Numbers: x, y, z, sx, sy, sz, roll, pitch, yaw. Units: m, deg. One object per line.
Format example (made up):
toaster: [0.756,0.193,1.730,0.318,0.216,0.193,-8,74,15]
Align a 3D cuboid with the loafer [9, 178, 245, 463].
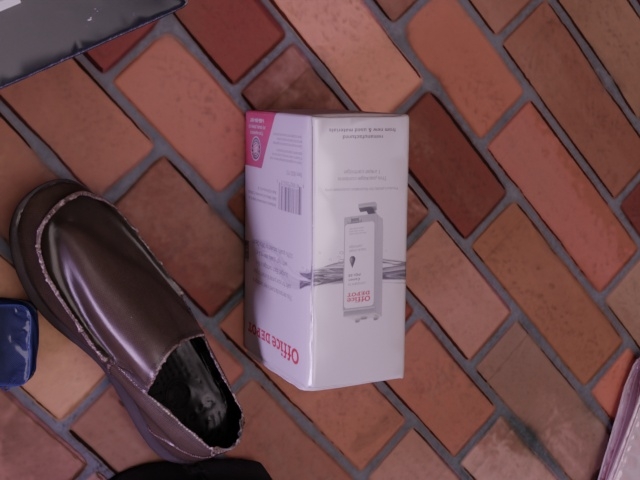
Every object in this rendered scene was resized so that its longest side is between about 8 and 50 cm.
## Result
loafer: [-0.181,0.087,1.209,0.134,0.130,0.366,-47,117,-29]

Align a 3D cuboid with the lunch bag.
lunch bag: [-0.328,0.109,1.190,0.067,0.065,0.098,4,93,-5]

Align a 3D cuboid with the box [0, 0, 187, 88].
box: [-0.340,-0.212,1.005,0.343,0.312,0.179,-28,108,-18]

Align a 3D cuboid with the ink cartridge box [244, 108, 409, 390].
ink cartridge box: [0.000,0.000,1.250,0.117,0.207,0.283,-3,99,-23]

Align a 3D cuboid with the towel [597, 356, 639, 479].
towel: [0.529,0.352,1.630,0.332,0.053,0.317,21,89,-25]

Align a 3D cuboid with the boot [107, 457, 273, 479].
boot: [-0.154,0.329,1.096,0.367,0.445,0.146,14,101,-24]
